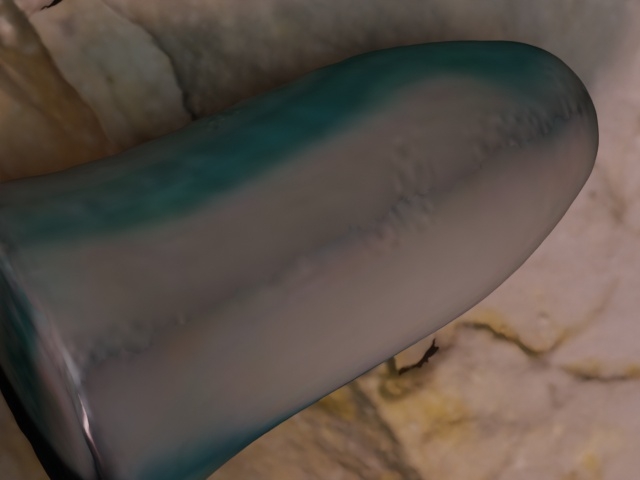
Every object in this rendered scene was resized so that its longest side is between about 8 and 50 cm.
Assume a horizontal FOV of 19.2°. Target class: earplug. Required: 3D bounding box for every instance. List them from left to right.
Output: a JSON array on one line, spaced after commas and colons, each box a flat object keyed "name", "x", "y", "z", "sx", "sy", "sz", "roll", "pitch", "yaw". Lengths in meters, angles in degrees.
[{"name": "earplug", "x": 0.000, "y": 0.000, "z": 0.929, "sx": 0.324, "sy": 0.185, "sz": 0.185, "roll": -26, "pitch": 109, "yaw": -19}]
